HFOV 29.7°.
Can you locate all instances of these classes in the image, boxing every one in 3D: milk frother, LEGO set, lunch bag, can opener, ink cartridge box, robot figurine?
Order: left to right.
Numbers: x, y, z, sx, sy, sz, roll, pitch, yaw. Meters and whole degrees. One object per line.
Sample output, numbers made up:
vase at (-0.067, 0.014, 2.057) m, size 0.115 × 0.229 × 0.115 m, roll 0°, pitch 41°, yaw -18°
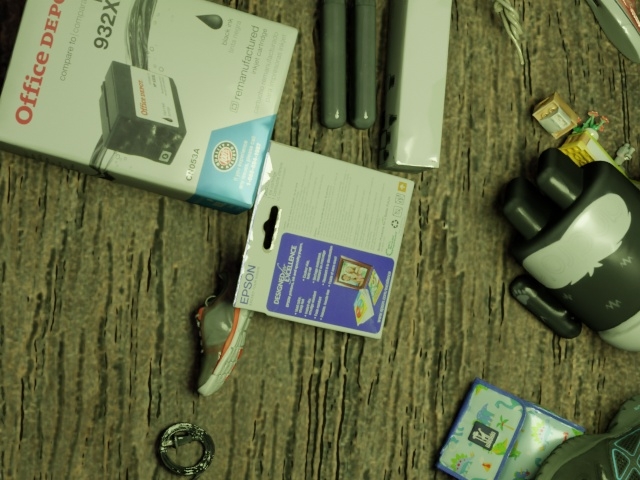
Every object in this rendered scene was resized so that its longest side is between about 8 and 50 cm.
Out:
ink cartridge box at (-0.207, -0.178, 1.413) m, size 0.307 × 0.129 × 0.223 m, roll 15°, pitch 86°, yaw -11°
milk frother at (-0.138, 0.290, 1.415) m, size 0.129 × 0.134 × 0.143 m, roll -26°, pitch 98°, yaw -42°
ink cartridge box at (0.000, 0.000, 1.474) m, size 0.208 × 0.045 × 0.206 m, roll 14°, pitch 86°, yaw -27°
can opener at (0.039, -0.281, 1.484) m, size 0.075 × 0.095 × 0.284 m, roll 0°, pitch 89°, yaw -11°
lunch bag at (0.237, 0.260, 1.521) m, size 0.151 × 0.096 × 0.129 m, roll 26°, pitch 86°, yaw 3°
robot figurine at (0.354, 0.012, 1.509) m, size 0.278 × 0.209 × 0.174 m, roll 42°, pitch 65°, yaw -8°
LEGO set at (0.411, -0.112, 1.558) m, size 0.287 × 0.132 × 0.107 m, roll 30°, pitch 65°, yaw 13°

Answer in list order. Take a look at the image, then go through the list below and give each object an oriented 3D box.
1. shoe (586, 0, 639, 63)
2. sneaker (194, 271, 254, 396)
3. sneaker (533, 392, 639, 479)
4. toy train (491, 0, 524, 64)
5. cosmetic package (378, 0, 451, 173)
shoe at (0.394, -0.324, 1.575) m, size 0.081 × 0.063 × 0.178 m, roll -35°, pitch 92°, yaw -5°
sneaker at (-0.126, 0.111, 1.471) m, size 0.064 × 0.061 × 0.158 m, roll 20°, pitch 80°, yaw 11°
sneaker at (0.360, 0.296, 1.445) m, size 0.340 × 0.139 × 0.125 m, roll -29°, pitch 132°, yaw -38°
toy train at (0.252, -0.360, 1.536) m, size 0.143 × 0.105 × 0.248 m, roll -28°, pitch 95°, yaw -24°
cosmetic package at (0.116, -0.207, 1.498) m, size 0.060 × 0.099 × 0.239 m, roll 5°, pitch 87°, yaw -12°
